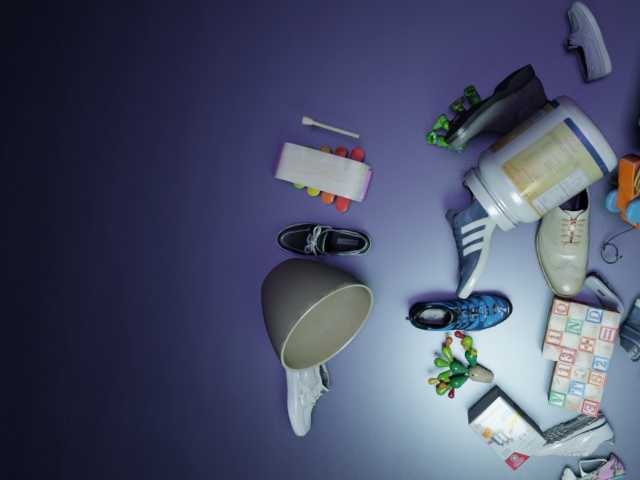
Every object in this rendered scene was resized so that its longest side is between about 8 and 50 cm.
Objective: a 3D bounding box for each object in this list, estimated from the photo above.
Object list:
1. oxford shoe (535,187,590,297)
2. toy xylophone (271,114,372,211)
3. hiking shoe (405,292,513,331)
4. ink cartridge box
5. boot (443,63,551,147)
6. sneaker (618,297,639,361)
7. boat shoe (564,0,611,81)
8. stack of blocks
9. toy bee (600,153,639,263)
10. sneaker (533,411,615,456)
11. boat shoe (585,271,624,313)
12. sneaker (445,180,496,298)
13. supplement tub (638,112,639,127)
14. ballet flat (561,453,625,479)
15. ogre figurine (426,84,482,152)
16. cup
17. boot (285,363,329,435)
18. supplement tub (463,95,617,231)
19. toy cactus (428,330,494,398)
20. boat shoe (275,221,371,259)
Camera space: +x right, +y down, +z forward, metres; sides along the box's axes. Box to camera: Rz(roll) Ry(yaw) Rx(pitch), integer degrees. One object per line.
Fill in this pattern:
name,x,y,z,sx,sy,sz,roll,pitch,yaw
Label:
oxford shoe,0.677,-0.035,1.578,0.140,0.146,0.397,-4,88,12
toy xylophone,0.008,-0.242,1.759,0.323,0.081,0.236,25,96,11
hiking shoe,0.406,0.222,1.651,0.304,0.132,0.113,-10,89,12
ink cartridge box,0.528,0.533,1.631,0.176,0.127,0.128,44,100,9
boot,0.523,-0.308,1.569,0.338,0.118,0.222,-39,99,-6
sneaker,0.926,0.279,1.531,0.226,0.086,0.163,33,95,43
boat shoe,0.736,-0.557,1.595,0.081,0.079,0.227,-23,89,7
stack of blocks,0.714,0.321,1.598,0.171,0.087,0.297,12,96,20
toy bee,0.864,-0.102,1.551,0.162,0.298,0.195,-12,51,-14
sneaker,0.714,0.576,1.616,0.235,0.090,0.095,-26,95,13
boat shoe,0.810,0.147,1.607,0.142,0.049,0.040,48,57,0
sneaker,0.422,-0.011,1.652,0.148,0.131,0.350,17,85,10
supplement tub,0.961,-0.389,1.490,0.194,0.193,0.316,13,94,12
ballet flat,0.750,0.674,1.619,0.221,0.077,0.079,-29,66,7
ogre figurine,0.411,-0.341,1.664,0.197,0.097,0.118,-43,70,-2
cup,-0.042,0.186,1.685,0.331,0.331,0.237,-50,56,9
boot,-0.032,0.478,1.770,0.123,0.095,0.258,-8,88,19
supplement tub,0.551,-0.188,1.451,0.316,0.228,0.228,-37,83,21
toy cactus,0.422,0.378,1.665,0.180,0.112,0.219,18,101,-5
boat shoe,0.000,0.004,1.752,0.306,0.105,0.113,9,93,12
